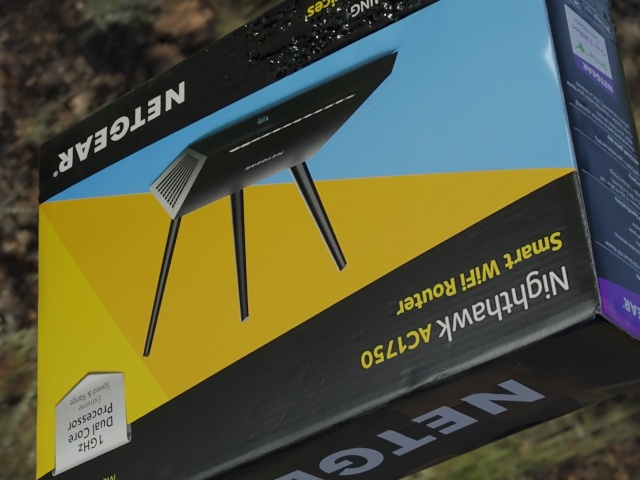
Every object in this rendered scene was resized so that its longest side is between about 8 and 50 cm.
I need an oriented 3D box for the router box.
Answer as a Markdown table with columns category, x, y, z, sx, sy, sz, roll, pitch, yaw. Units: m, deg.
| category | x | y | z | sx | sy | sz | roll | pitch | yaw |
| --- | --- | --- | --- | --- | --- | --- | --- | --- | --- |
| router box | 0.000 | 0.000 | 0.469 | 0.046 | 0.179 | 0.133 | 29 | 45 | -44 |
